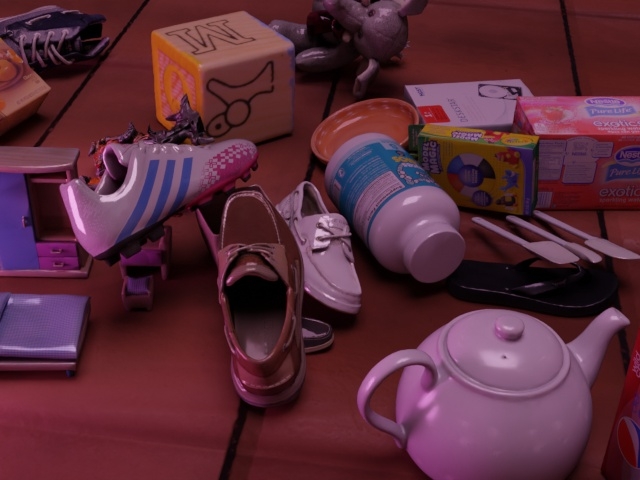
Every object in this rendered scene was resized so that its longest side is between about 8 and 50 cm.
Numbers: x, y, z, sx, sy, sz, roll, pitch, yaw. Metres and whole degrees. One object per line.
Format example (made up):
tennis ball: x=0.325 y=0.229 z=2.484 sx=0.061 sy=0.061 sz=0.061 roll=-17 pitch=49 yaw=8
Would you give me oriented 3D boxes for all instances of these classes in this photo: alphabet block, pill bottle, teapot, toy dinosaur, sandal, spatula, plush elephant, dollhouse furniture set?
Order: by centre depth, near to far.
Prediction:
teapot: x=0.206 y=0.169 z=1.159 sx=0.252 sy=0.187 sz=0.256 roll=17 pitch=39 yaw=21
dollhouse furniture set: x=-0.362 y=0.037 z=1.306 sx=0.286 sy=0.198 sz=0.303 roll=1 pitch=36 yaw=-1
sandal: x=0.315 y=0.059 z=1.432 sx=0.254 sy=0.054 sz=0.097 roll=3 pitch=35 yaw=1
pill bottle: x=0.118 y=-0.046 z=1.494 sx=0.146 sy=0.146 sz=0.264 roll=-13 pitch=39 yaw=-20
spatula: x=0.350 y=-0.008 z=1.498 sx=0.168 sy=0.019 sz=0.242 roll=-7 pitch=22 yaw=-25
toy dinosaur: x=-0.276 y=-0.104 z=1.584 sx=0.218 sy=0.164 sz=0.322 roll=-24 pitch=53 yaw=-13
alphabet block: x=-0.178 y=-0.289 z=1.785 sx=0.197 sy=0.192 sz=0.193 roll=-19 pitch=39 yaw=-29
plush elephant: x=0.069 y=-0.435 z=1.925 sx=0.330 sy=0.272 sz=0.255 roll=25 pitch=7 yaw=-19

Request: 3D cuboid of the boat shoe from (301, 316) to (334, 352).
boat shoe: x=-0.057 y=0.118 z=1.333 sx=0.152 sy=0.049 sz=0.056 roll=3 pitch=37 yaw=4

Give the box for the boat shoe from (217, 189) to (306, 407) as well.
boat shoe: x=-0.079 y=0.054 z=1.279 sx=0.123 sy=0.116 sz=0.324 roll=-12 pitch=55 yaw=-2

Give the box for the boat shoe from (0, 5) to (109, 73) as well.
boat shoe: x=-0.572 y=-0.393 z=1.958 sx=0.158 sy=0.127 sz=0.340 roll=10 pitch=35 yaw=24

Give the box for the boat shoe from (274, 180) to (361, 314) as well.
boat shoe: x=0.000 y=0.000 z=1.440 sx=0.098 sy=0.096 sz=0.277 roll=19 pitch=24 yaw=-35

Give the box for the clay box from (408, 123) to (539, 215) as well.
clay box: x=0.245 y=-0.119 z=1.601 sx=0.222 sy=0.127 sz=0.053 roll=8 pitch=36 yaw=22

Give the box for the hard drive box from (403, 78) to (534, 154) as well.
hard drive box: x=0.284 y=-0.214 z=1.788 sx=0.232 sy=0.089 sz=0.181 roll=-6 pitch=35 yaw=-10

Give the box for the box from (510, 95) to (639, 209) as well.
box: x=0.482 y=-0.152 z=1.655 sx=0.300 sy=0.154 sz=0.142 roll=-1 pitch=36 yaw=-3

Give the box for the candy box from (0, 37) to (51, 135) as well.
candy box: x=-0.652 y=-0.247 z=1.715 sx=0.183 sy=0.087 sz=0.316 roll=45 pitch=43 yaw=-4

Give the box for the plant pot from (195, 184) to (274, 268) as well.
plant pot: x=-0.125 y=-0.009 z=1.469 sx=0.109 sy=0.096 sz=0.109 roll=-13 pitch=38 yaw=-19

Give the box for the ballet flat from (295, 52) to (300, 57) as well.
ballet flat: x=-0.121 y=-0.417 z=2.091 sx=0.250 sy=0.058 sz=0.084 roll=15 pitch=40 yaw=10

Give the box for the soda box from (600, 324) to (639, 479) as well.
soda box: x=0.392 y=0.185 z=1.078 sx=0.092 sy=0.263 sz=0.083 roll=-9 pitch=36 yaw=-16

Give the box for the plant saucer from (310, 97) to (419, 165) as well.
plant saucer: x=0.082 y=-0.185 z=1.742 sx=0.200 sy=0.037 sz=0.200 roll=-13 pitch=38 yaw=10

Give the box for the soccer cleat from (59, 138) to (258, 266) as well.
soccer cleat: x=-0.216 y=-0.096 z=1.357 sx=0.116 sy=0.143 sz=0.331 roll=-19 pitch=14 yaw=45
